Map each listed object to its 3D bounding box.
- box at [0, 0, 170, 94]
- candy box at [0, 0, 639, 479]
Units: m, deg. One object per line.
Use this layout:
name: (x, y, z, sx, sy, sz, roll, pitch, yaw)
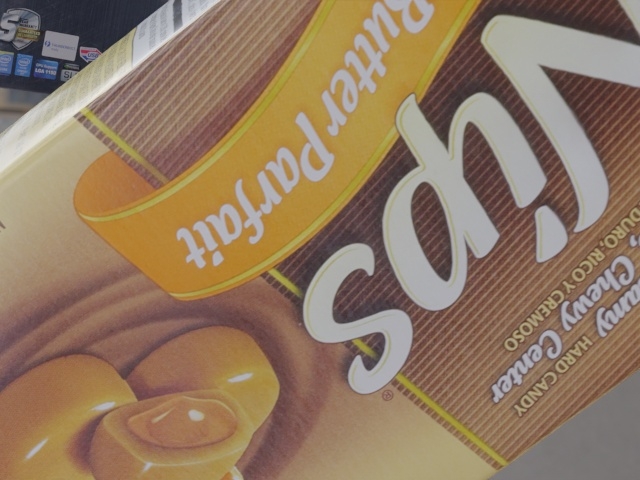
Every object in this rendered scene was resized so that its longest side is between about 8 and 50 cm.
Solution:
box: (-0.107, -0.174, 1.076, 0.059, 0.232, 0.183, 16, 98, 58)
candy box: (0.000, 0.000, 0.578, 0.183, 0.316, 0.087, 51, -174, -17)
